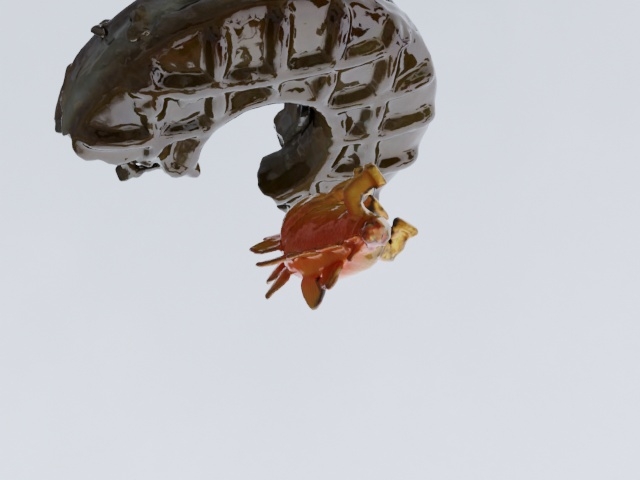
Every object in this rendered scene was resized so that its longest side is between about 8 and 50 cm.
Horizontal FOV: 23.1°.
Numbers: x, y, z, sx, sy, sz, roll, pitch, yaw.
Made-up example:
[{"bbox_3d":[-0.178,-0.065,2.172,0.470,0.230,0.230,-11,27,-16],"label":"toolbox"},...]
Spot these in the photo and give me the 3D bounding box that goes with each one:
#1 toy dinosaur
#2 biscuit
[{"bbox_3d":[0.000,0.000,1.179,0.117,0.070,0.288,-37,-172,-7],"label":"toy dinosaur"},{"bbox_3d":[-0.044,-0.136,1.413,0.268,0.366,0.115,-45,-128,25],"label":"biscuit"}]
